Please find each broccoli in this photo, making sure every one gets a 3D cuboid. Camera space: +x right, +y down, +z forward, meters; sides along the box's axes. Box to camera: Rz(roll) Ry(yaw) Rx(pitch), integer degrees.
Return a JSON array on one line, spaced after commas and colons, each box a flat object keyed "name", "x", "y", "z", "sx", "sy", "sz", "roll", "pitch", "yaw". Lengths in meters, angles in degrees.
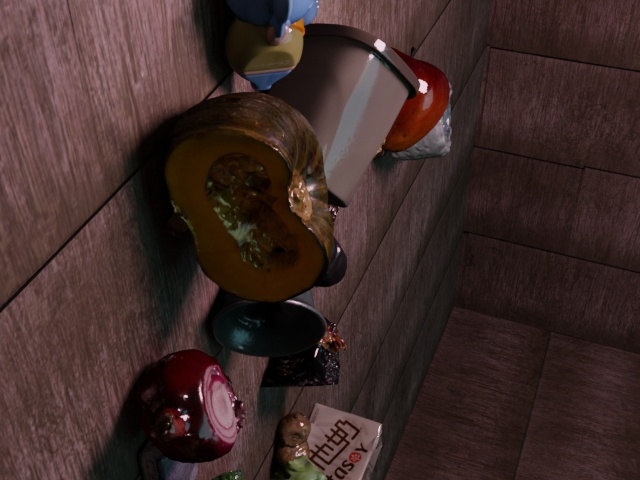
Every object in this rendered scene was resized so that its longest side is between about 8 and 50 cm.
[{"name": "broccoli", "x": -0.100, "y": 0.526, "z": 1.639, "sx": 0.270, "sy": 0.270, "sz": 0.270, "roll": -40, "pitch": 149, "yaw": -20}]

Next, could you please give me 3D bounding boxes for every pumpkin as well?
[{"name": "pumpkin", "x": -0.113, "y": -0.082, "z": 1.260, "sx": 0.232, "sy": 0.242, "sz": 0.324, "roll": -91, "pitch": 167, "yaw": -51}]

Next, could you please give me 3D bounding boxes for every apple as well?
[{"name": "apple", "x": 0.164, "y": -0.317, "z": 1.898, "sx": 0.234, "sy": 0.234, "sz": 0.233, "roll": 14, "pitch": 90, "yaw": -73}]

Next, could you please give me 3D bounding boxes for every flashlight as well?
[{"name": "flashlight", "x": -0.028, "y": -0.005, "z": 1.566, "sx": 0.424, "sy": 0.103, "sz": 0.103, "roll": 55, "pitch": 51, "yaw": -71}]

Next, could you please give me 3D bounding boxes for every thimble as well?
[{"name": "thimble", "x": 0.256, "y": -0.310, "z": 2.208, "sx": 0.250, "sy": 0.172, "sz": 0.204, "roll": 57, "pitch": 34, "yaw": -69}]

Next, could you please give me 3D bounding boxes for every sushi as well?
[{"name": "sushi", "x": -0.025, "y": 0.238, "z": 1.862, "sx": 0.172, "sy": 0.153, "sz": 0.150, "roll": 9, "pitch": 76, "yaw": -52}]

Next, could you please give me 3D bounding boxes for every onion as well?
[{"name": "onion", "x": -0.215, "y": 0.257, "z": 1.273, "sx": 0.173, "sy": 0.135, "sz": 0.198, "roll": 68, "pitch": 21, "yaw": 3}]

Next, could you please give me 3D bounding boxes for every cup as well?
[{"name": "cup", "x": -0.092, "y": 0.096, "z": 1.522, "sx": 0.199, "sy": 0.199, "sz": 0.150, "roll": 79, "pitch": 6, "yaw": -54}]

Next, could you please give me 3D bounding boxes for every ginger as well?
[{"name": "ginger", "x": -0.067, "y": 0.500, "z": 2.042, "sx": 0.104, "sy": 0.080, "sz": 0.204, "roll": -112, "pitch": -155, "yaw": -60}]

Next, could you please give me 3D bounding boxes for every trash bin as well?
[{"name": "trash bin", "x": 0.009, "y": -0.206, "z": 1.467, "sx": 0.220, "sy": 0.219, "sz": 0.250, "roll": 33, "pitch": 79, "yaw": -49}]

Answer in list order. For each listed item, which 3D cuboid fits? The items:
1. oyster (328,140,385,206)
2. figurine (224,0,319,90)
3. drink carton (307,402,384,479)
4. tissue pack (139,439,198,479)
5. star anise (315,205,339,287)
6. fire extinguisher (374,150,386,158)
[{"name": "oyster", "x": 0.004, "y": -0.126, "z": 1.649, "sx": 0.094, "sy": 0.166, "sz": 0.294, "roll": 9, "pitch": 118, "yaw": -45}, {"name": "figurine", "x": -0.079, "y": -0.353, "z": 1.255, "sx": 0.262, "sy": 0.154, "sz": 0.180, "roll": 109, "pitch": -4, "yaw": -58}, {"name": "drink carton", "x": 0.022, "y": 0.604, "z": 2.210, "sx": 0.132, "sy": 0.194, "sz": 0.324, "roll": 86, "pitch": 24, "yaw": -50}, {"name": "tissue pack", "x": -0.244, "y": 0.367, "z": 1.416, "sx": 0.112, "sy": 0.051, "sz": 0.156, "roll": -57, "pitch": 155, "yaw": -50}, {"name": "star anise", "x": -0.004, "y": -0.001, "z": 1.884, "sx": 0.157, "sy": 0.054, "sz": 0.212, "roll": 16, "pitch": 90, "yaw": -74}, {"name": "fire extinguisher", "x": 0.135, "y": -0.225, "z": 2.169, "sx": 0.064, "sy": 0.043, "sz": 0.158, "roll": -65, "pitch": 166, "yaw": 17}]
